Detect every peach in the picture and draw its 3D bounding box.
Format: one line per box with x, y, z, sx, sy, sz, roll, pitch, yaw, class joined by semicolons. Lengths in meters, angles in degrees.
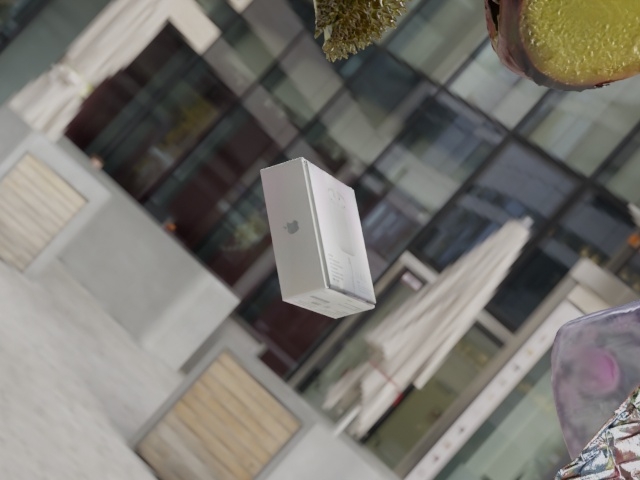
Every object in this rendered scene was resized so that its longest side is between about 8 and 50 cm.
0.212;-0.192;1.000;0.172;0.127;0.092;0;24;-18;peach

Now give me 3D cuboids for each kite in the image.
0.191;0.177;0.770;0.009;0.232;0.189;5;-13;45;kite

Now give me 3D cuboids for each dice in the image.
0.488;0.206;1.651;0.270;0.271;0.270;-6;79;-58;dice

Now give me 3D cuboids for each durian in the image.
0.039;-0.275;1.120;0.146;0.102;0.208;-68;155;-63;durian

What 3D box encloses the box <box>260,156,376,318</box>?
0.000;0.000;1.181;0.130;0.051;0.129;27;49;-65;box
